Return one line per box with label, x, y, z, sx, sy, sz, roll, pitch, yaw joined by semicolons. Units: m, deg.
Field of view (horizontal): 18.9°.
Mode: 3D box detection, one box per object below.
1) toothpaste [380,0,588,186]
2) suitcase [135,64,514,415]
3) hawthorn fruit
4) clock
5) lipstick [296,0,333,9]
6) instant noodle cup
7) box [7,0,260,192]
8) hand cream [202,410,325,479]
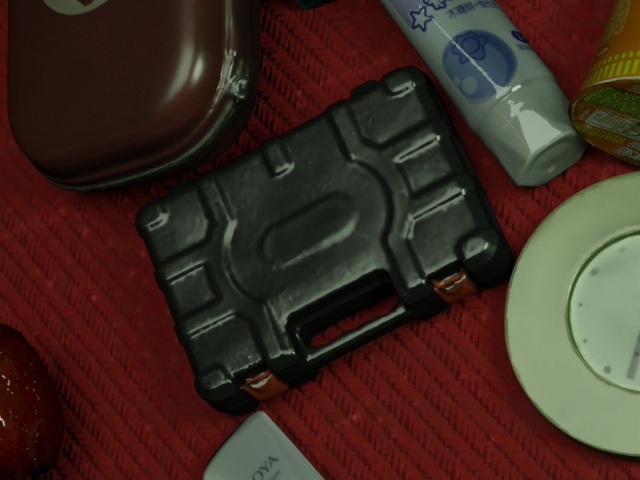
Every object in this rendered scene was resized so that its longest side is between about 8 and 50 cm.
toothpaste;0.094;-0.205;1.622;0.371;0.125;0.080;56;137;25
suitcase;0.000;0.000;1.607;0.285;0.066;0.206;-28;65;11
hawthorn fruit;-0.283;0.156;1.630;0.148;0.148;0.172;-42;76;4
clock;0.260;0.058;1.511;0.235;0.029;0.235;-6;72;18
lipstick;-0.050;-0.278;1.575;0.051;0.312;0.051;-16;68;15
instant noodle cup;0.293;-0.167;1.504;0.168;0.168;0.185;7;69;23
box;-0.168;-0.241;1.701;0.263;0.108;0.404;-15;67;33
hand cream;0.006;0.239;1.538;0.255;0.048;0.079;41;92;27
